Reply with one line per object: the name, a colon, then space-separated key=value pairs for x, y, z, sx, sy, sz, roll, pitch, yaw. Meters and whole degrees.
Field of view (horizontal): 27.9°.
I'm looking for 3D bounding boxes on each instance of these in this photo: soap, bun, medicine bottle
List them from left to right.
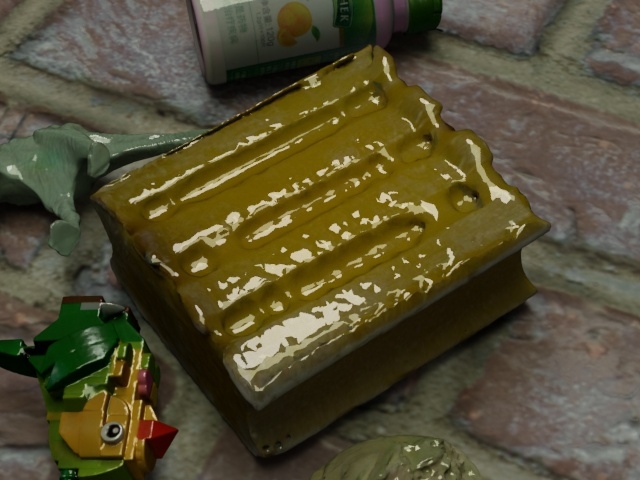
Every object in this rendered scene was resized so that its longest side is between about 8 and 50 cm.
medicine bottle: x=-0.007 y=-0.262 z=1.431 sx=0.274 sy=0.133 sz=0.133 roll=-13 pitch=51 yaw=-8
soap: x=0.000 y=0.000 z=1.197 sx=0.335 sy=0.156 sz=0.293 roll=-31 pitch=57 yaw=-21
bun: x=0.054 y=0.249 z=1.010 sx=0.209 sy=0.116 sz=0.237 roll=17 pitch=55 yaw=18

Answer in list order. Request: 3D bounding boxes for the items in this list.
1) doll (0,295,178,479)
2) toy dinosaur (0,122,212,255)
doll: x=-0.203 y=0.136 z=1.125 sx=0.134 sy=0.106 sz=0.186 roll=-25 pitch=53 yaw=-10
toy dinosaur: x=-0.241 y=-0.072 z=1.292 sx=0.392 sy=0.092 sz=0.205 roll=-28 pitch=24 yaw=-15
